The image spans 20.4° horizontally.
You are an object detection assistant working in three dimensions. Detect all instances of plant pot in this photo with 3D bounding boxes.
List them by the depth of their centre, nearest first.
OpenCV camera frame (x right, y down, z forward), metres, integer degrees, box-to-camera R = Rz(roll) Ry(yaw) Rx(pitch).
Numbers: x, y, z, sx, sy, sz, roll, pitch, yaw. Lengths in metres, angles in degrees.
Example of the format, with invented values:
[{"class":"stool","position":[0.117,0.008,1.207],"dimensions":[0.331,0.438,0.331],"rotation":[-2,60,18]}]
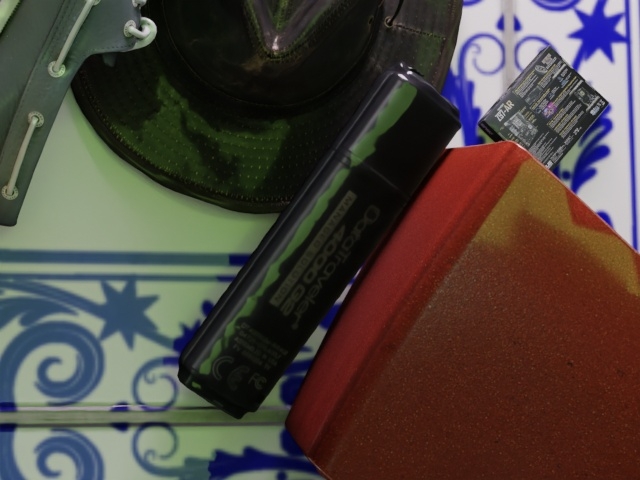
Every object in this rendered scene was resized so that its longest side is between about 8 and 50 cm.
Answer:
[{"class":"plant pot","position":[0.124,0.110,1.221],"dimensions":[0.267,0.267,0.236],"rotation":[42,86,-6]}]

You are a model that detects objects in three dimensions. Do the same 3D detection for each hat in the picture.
[{"class":"hat","position":[-0.026,-0.188,1.273],"dimensions":[0.331,0.134,0.331],"rotation":[2,83,-15]}]

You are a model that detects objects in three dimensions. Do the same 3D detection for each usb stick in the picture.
[{"class":"usb stick","position":[0.000,0.000,1.270],"dimensions":[0.077,0.045,0.278],"rotation":[36,88,-31]}]

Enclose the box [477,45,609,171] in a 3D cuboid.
[{"class":"box","position":[0.171,-0.098,1.371],"dimensions":[0.067,0.018,0.083],"rotation":[42,75,-6]}]

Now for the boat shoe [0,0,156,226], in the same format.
[{"class":"boat shoe","position":[-0.165,-0.152,1.219],"dimensions":[0.099,0.116,0.319],"rotation":[36,94,-8]}]
